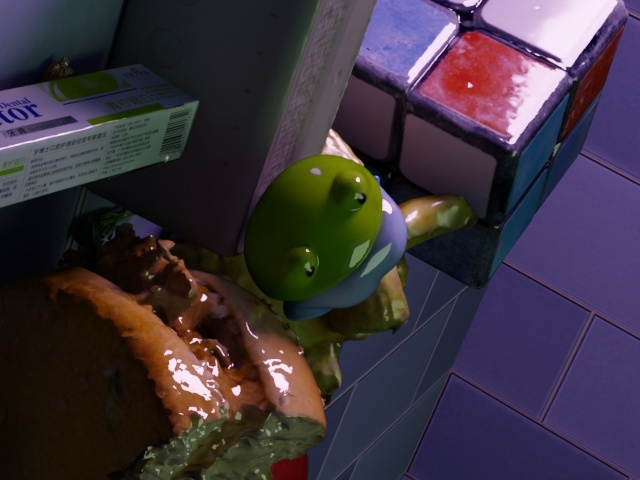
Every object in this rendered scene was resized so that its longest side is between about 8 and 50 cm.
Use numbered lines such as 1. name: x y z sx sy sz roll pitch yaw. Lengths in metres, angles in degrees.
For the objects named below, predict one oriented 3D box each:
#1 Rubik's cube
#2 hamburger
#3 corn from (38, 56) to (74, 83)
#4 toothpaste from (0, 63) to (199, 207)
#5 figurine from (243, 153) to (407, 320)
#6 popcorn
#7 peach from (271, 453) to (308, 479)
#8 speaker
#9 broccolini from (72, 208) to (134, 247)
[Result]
1. Rubik's cube: 0.169 -0.182 2.051 0.316 0.313 0.318 -51 161 -30
2. hamburger: -0.194 0.135 1.539 0.268 0.287 0.445 -1 161 -39
3. corn: -0.247 -0.128 1.433 0.083 0.027 0.028 -62 -176 9
4. toothpaste: -0.240 -0.086 1.362 0.336 0.081 0.067 -21 138 -54
5. figurine: 0.000 0.000 1.562 0.162 0.143 0.263 -50 179 -5
6. popcorn: -0.006 0.006 1.849 0.321 0.290 0.326 -47 -151 4
7. peach: -0.175 0.330 1.941 0.406 0.310 0.335 -59 160 2
8. speaker: -0.076 -0.191 1.553 0.183 0.184 0.406 -33 149 -55
9. broccolini: -0.216 -0.021 1.695 0.140 0.035 0.030 -32 151 -60
